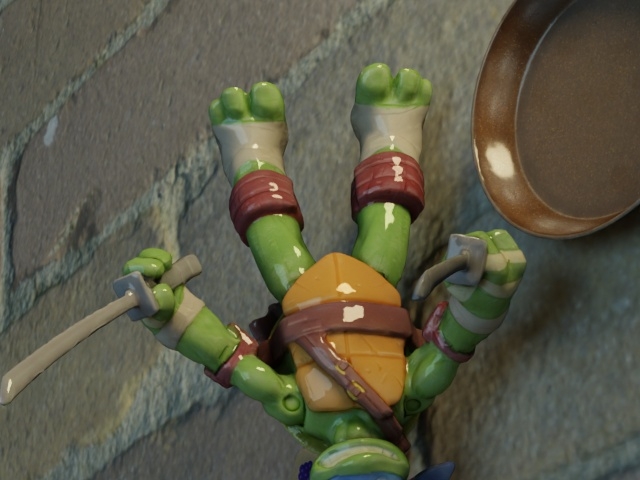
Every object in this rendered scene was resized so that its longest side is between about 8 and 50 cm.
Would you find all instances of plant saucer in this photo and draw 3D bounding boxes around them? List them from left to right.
[{"bbox_3d":[0.149,-0.080,0.795,0.168,0.029,0.168,-22,61,49],"label":"plant saucer"}]

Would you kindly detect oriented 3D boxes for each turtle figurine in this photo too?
[{"bbox_3d":[0.000,0.000,0.803,0.198,0.274,0.266,-31,44,28],"label":"turtle figurine"}]

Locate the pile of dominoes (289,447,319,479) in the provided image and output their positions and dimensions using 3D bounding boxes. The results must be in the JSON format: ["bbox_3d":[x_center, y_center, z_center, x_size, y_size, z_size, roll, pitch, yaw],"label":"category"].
[{"bbox_3d":[-0.006,0.269,0.872,0.196,0.040,0.251,21,96,54],"label":"pile of dominoes"}]
